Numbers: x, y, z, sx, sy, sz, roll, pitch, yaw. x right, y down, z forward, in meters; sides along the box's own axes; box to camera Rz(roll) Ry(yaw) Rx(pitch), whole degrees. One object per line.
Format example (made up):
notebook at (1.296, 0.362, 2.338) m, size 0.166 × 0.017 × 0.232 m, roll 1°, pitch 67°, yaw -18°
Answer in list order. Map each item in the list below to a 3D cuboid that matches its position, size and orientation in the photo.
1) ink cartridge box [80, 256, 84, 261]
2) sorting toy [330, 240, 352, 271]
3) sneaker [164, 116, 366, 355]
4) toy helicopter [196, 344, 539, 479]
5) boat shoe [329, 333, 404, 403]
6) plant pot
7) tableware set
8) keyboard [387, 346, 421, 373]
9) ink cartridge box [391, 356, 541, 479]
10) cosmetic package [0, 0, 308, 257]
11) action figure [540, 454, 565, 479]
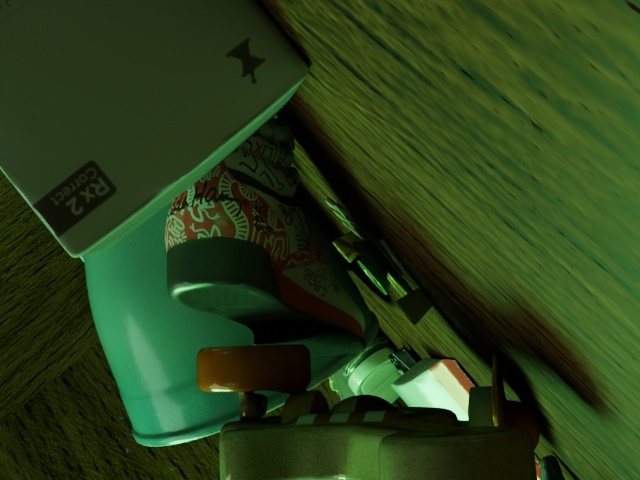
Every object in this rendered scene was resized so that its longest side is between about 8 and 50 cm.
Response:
ink cartridge box at (-0.205, -0.076, 1.371) m, size 0.224 × 0.223 × 0.045 m, roll 50°, pitch 177°, yaw 23°
sorting toy at (0.000, 0.000, 1.298) m, size 0.062 × 0.012 × 0.083 m, roll 52°, pitch 176°, yaw -30°
sneaker at (-0.030, -0.004, 0.882) m, size 0.270 × 0.090 × 0.145 m, roll 39°, pitch -133°, yaw -64°
toy helicopter at (0.055, 0.134, 0.762) m, size 0.355 × 0.235 × 0.140 m, roll 158°, pitch 112°, yaw -75°
boat shoe at (0.064, 0.190, 1.748) m, size 0.091 × 0.109 × 0.305 m, roll 50°, pitch 170°, yaw 19°
plant pot at (-0.117, 0.026, 1.198) m, size 0.255 × 0.271 × 0.271 m, roll 65°, pitch 174°, yaw -9°
tableware set at (0.044, 0.025, 0.931) m, size 0.104 × 0.024 × 0.154 m, roll 51°, pitch 176°, yaw -22°
keyboard at (0.123, 0.168, 1.444) m, size 0.108 × 0.023 × 0.180 m, roll 42°, pitch 173°, yaw 23°
ink cartridge box at (0.150, 0.193, 1.130) m, size 0.181 × 0.056 × 0.225 m, roll 50°, pitch 178°, yaw 3°
cosmetic package at (-0.116, -0.095, 0.666) m, size 0.151 × 0.151 × 0.183 m, roll 51°, pitch 175°, yaw -4°
action figure at (0.250, 0.318, 0.840) m, size 0.330 × 0.178 × 0.341 m, roll 45°, pitch 147°, yaw -4°
